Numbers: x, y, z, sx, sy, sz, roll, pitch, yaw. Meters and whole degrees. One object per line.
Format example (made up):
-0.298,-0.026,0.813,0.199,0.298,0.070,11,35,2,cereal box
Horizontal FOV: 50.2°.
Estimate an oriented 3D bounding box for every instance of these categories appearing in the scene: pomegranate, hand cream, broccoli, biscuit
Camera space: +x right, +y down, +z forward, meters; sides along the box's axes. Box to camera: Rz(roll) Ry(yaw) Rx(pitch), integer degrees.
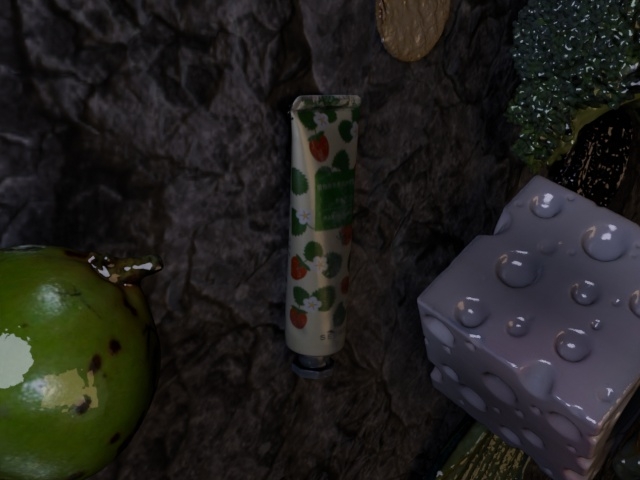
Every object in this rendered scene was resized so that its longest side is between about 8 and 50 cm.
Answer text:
-0.184,0.100,0.433,0.156,0.156,0.220,-4,126,-46,pomegranate
0.000,0.000,0.658,0.095,0.059,0.276,-14,113,-46,hand cream
0.430,-0.269,0.833,0.396,0.353,0.275,-2,66,-30,broccoli
0.424,-0.121,1.061,0.194,0.053,0.195,-22,123,-39,biscuit
0.093,-0.237,0.677,0.120,0.015,0.120,-22,122,-40,biscuit

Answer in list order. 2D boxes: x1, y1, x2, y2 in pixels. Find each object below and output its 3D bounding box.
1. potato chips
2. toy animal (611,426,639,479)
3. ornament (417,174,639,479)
0.250,0.403,1.105,0.358,0.070,0.429,39,78,-51,potato chips
0.418,0.259,0.812,0.251,0.125,0.127,-61,-178,43,toy animal
0.293,0.116,0.842,0.239,0.239,0.240,-42,145,-17,ornament
